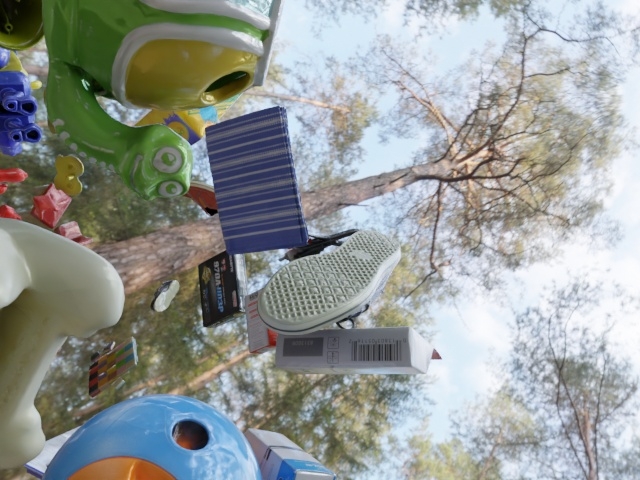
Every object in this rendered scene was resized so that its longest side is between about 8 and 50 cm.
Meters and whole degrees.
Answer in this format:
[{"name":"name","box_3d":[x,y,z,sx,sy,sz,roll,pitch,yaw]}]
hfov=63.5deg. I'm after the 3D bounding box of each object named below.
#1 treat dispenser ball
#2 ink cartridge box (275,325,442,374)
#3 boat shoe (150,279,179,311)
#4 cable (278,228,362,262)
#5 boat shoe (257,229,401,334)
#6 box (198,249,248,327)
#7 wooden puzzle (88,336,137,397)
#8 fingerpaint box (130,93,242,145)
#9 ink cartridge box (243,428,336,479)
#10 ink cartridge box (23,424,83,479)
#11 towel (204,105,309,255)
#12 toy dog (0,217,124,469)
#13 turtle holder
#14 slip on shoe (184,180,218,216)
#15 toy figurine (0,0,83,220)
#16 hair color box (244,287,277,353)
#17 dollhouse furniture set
[{"name":"treat dispenser ball","box_3d":[-0.218,0.350,0.676,0.288,0.288,0.288,10,-72,31]},{"name":"ink cartridge box","box_3d":[0.111,0.293,1.246,0.308,0.385,0.091,-7,-115,21]},{"name":"boat shoe","box_3d":[-0.442,0.156,1.447,0.042,0.133,0.048,-3,-62,13]},{"name":"cable","box_3d":[0.000,0.000,1.627,0.072,0.287,0.139,-131,-159,-60]},{"name":"boat shoe","box_3d":[0.036,0.112,1.172,0.187,0.500,0.156,27,-63,21]},{"name":"box","box_3d":[-0.313,0.153,1.662,0.175,0.051,0.220,-26,-118,31]},{"name":"wooden puzzle","box_3d":[-0.198,0.119,0.493,0.006,0.049,0.083,60,-8,-29]},{"name":"fingerpaint box","box_3d":[-0.466,-0.436,1.745,0.445,0.371,0.163,-16,-55,48]},{"name":"ink cartridge box","box_3d":[-0.070,0.405,0.833,0.191,0.082,0.139,1,-106,61]},{"name":"ink cartridge box","box_3d":[-0.435,0.438,1.027,0.176,0.371,0.069,23,-97,7]},{"name":"towel","box_3d":[-0.158,-0.138,1.263,0.243,0.040,0.335,-9,-88,27]},{"name":"toy dog","box_3d":[-0.389,0.104,0.339,0.395,0.408,0.284,42,-76,-6]},{"name":"turtle holder","box_3d":[-0.155,-0.230,0.510,0.228,0.320,0.243,14,-37,-11]},{"name":"slip on shoe","box_3d":[-0.401,-0.142,1.862,0.331,0.123,0.101,18,-96,25]},{"name":"toy figurine","box_3d":[-0.464,-0.225,0.697,0.217,0.191,0.362,41,-45,39]},{"name":"hair color box","box_3d":[-0.138,0.191,1.225,0.072,0.043,0.141,-27,-120,33]},{"name":"dollhouse furniture set","box_3d":[-0.657,0.059,1.239,0.152,0.374,0.201,-8,-40,30]}]
